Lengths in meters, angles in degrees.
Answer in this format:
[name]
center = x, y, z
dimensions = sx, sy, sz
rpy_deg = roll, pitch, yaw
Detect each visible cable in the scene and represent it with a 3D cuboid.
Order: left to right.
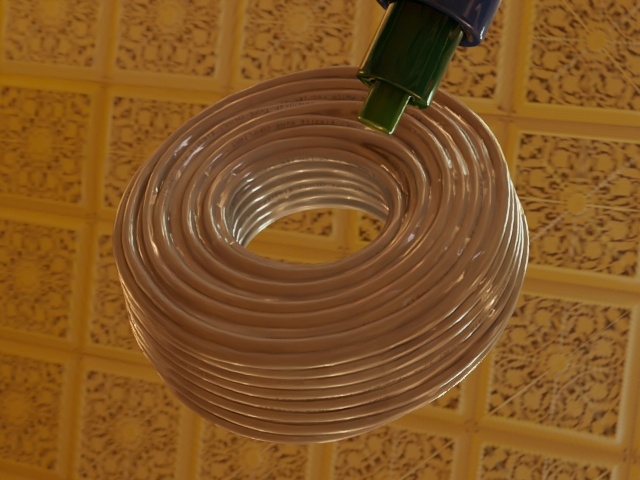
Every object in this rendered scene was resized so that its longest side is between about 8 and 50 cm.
[cable]
center = 0.000, 0.000, 0.748
dimensions = 0.257, 0.089, 0.257
rpy_deg = -16, -134, -5

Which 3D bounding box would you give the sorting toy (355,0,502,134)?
[sorting toy]
center = -0.099, -0.139, 0.433
dimensions = 0.366, 0.127, 0.126
rpy_deg = 25, -94, 6
